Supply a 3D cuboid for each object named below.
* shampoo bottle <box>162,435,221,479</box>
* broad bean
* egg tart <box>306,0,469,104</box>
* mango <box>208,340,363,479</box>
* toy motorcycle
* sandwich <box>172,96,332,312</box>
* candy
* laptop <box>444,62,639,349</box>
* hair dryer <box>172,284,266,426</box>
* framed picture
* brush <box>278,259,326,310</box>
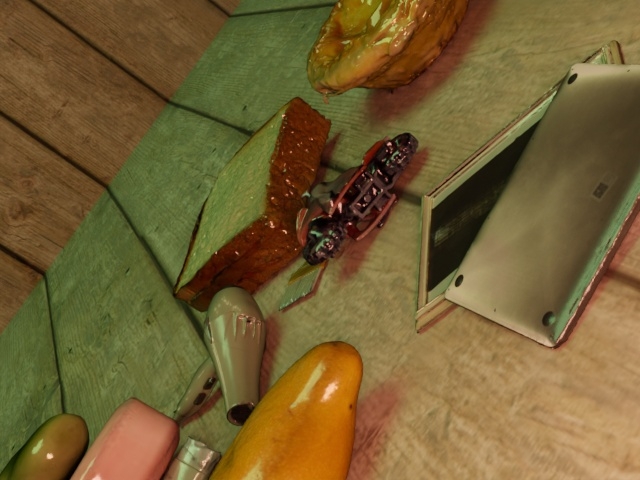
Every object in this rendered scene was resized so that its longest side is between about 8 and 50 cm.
[{"bbox_3d":[-0.193,0.338,1.228,0.212,0.049,0.072,-59,7,-16],"label":"shampoo bottle"},{"bbox_3d":[-0.344,0.285,1.283,0.174,0.082,0.124,-45,9,32],"label":"broad bean"},{"bbox_3d":[0.116,-0.332,1.508,0.341,0.132,0.341,-46,20,22],"label":"egg tart"},{"bbox_3d":[-0.033,0.219,0.982,0.262,0.109,0.157,-54,9,-15],"label":"mango"},{"bbox_3d":[0.039,-0.056,1.305,0.212,0.084,0.118,-50,17,-12],"label":"toy motorcycle"},{"bbox_3d":[-0.107,-0.041,1.591,0.271,0.099,0.301,-44,25,40],"label":"sandwich"},{"bbox_3d":[-0.267,0.314,1.291,0.255,0.094,0.255,-59,3,4],"label":"candy"},{"bbox_3d":[0.220,-0.043,0.915,0.269,0.015,0.188,-60,25,-2],"label":"laptop"},{"bbox_3d":[-0.130,0.189,1.321,0.225,0.088,0.219,-64,22,10],"label":"hair dryer"},{"bbox_3d":[0.198,-0.059,1.043,0.293,0.018,0.231,-42,23,32],"label":"framed picture"},{"bbox_3d":[0.000,0.000,1.406,0.082,0.010,0.218,-31,29,49],"label":"brush"}]
